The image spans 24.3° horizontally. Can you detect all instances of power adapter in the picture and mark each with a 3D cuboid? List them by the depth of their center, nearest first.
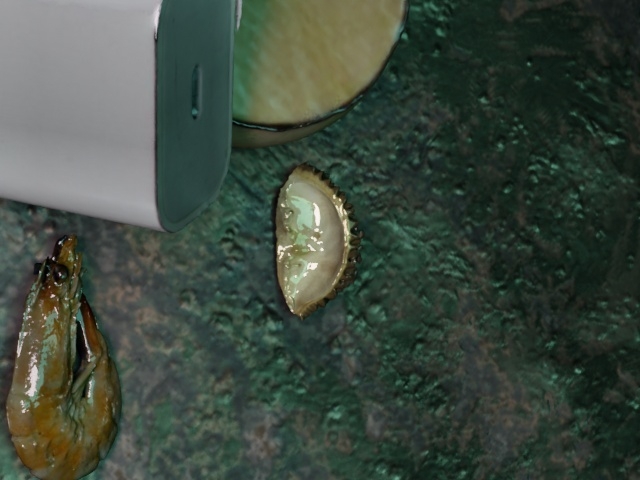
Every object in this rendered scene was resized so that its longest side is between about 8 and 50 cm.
[{"bbox_3d":[-0.196,-0.122,1.032,0.124,0.255,0.187,-46,144,-60],"label":"power adapter"}]

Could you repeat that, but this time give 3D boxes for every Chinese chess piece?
[{"bbox_3d":[-0.057,-0.199,1.154,0.257,0.104,0.257,0,90,-25],"label":"Chinese chess piece"}]

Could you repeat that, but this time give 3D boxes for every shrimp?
[{"bbox_3d":[-0.194,0.090,1.129,0.101,0.042,0.190,1,89,-45],"label":"shrimp"}]

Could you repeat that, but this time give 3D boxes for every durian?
[{"bbox_3d":[0.001,0.000,1.209,0.066,0.052,0.130,-1,91,-22],"label":"durian"}]
